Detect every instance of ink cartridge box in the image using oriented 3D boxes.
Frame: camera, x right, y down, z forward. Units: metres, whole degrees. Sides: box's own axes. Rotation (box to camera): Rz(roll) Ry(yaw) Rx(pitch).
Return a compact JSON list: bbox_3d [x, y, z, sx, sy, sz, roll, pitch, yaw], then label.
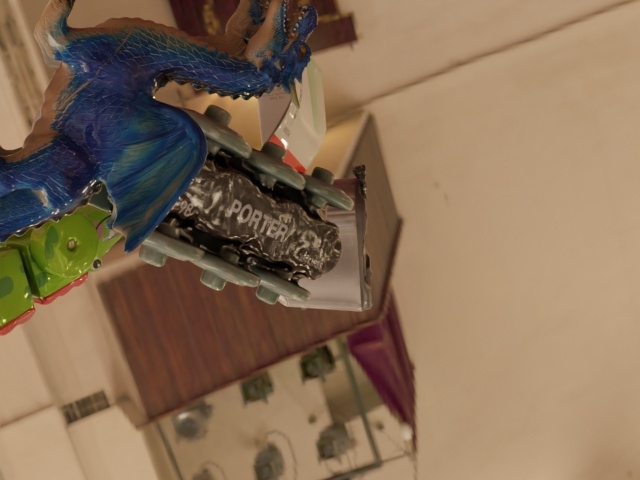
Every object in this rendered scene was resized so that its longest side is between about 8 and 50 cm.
[{"bbox_3d":[-0.029,-0.126,1.227,0.056,0.225,0.181,-9,169,10],"label":"ink cartridge box"}]

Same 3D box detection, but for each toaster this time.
[{"bbox_3d":[0.000,0.000,1.513,0.146,0.227,0.129,-3,-152,3],"label":"toaster"}]

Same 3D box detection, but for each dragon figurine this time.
[{"bbox_3d":[-0.116,-0.046,0.574,0.289,0.144,0.085,-59,-161,-5],"label":"dragon figurine"}]

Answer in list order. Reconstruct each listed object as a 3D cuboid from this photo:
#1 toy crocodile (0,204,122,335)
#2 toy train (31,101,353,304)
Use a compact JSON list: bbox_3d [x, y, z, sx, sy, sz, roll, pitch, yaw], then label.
[{"bbox_3d":[-0.305,0.042,0.968,0.115,0.105,0.340,5,-153,35],"label":"toy crocodile"},{"bbox_3d":[-0.110,-0.042,0.939,0.190,0.142,0.334,23,179,33],"label":"toy train"}]
